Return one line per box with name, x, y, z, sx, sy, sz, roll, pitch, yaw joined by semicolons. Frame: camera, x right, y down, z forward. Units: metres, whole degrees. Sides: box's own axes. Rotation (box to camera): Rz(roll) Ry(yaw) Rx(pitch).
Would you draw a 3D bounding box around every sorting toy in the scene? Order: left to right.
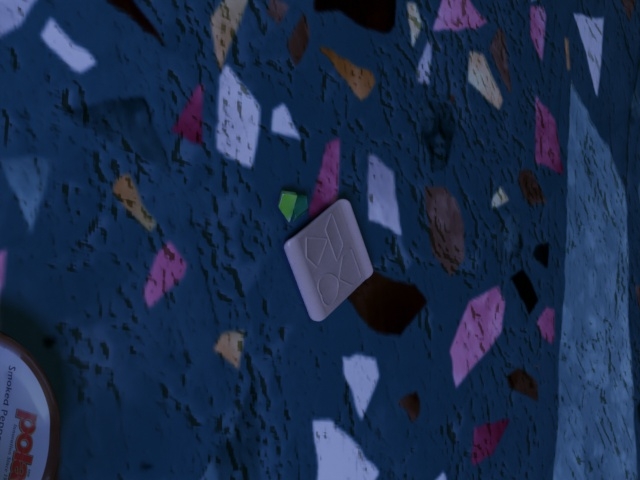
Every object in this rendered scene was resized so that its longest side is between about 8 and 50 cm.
sorting toy;0.000;0.000;0.692;0.062;0.012;0.083;-38;116;-41

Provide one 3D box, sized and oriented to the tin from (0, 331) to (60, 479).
tin;-0.186;0.075;0.443;0.190;0.040;0.106;23;71;-46
